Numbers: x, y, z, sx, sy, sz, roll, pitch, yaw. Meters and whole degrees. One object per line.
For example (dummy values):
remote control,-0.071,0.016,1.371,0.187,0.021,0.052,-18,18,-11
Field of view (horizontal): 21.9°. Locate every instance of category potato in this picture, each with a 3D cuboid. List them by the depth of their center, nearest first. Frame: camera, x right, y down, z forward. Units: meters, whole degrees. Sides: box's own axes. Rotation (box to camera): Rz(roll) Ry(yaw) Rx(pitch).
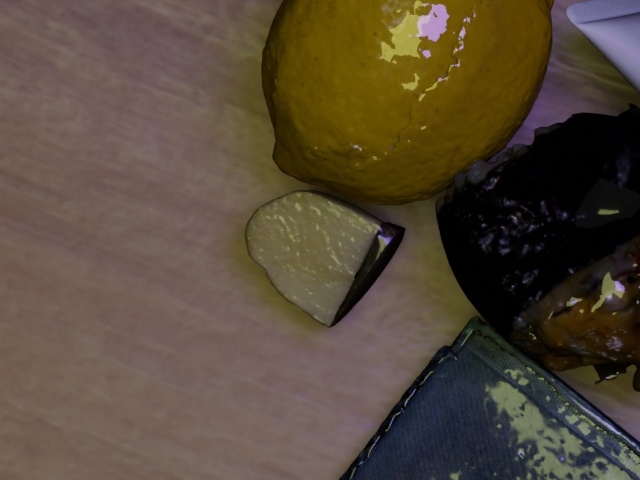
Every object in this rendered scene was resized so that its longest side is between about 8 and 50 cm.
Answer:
potato,0.000,0.000,1.295,0.103,0.066,0.096,37,104,7

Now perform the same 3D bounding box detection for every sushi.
sushi,0.217,0.017,1.180,0.213,0.200,0.204,-40,64,39

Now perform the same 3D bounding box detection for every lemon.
lemon,0.066,-0.139,1.226,0.204,0.204,0.260,44,98,7

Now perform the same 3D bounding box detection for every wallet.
wallet,0.105,0.259,1.272,0.237,0.075,0.342,38,95,13

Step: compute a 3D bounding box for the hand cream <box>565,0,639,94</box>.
hand cream,0.342,-0.066,1.161,0.186,0.118,0.358,-18,57,-29
